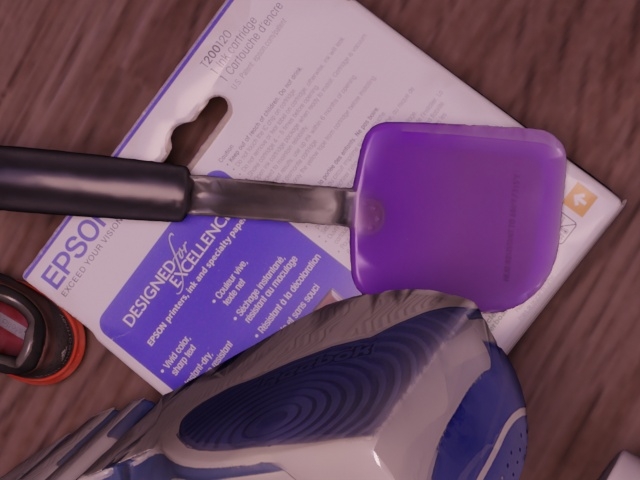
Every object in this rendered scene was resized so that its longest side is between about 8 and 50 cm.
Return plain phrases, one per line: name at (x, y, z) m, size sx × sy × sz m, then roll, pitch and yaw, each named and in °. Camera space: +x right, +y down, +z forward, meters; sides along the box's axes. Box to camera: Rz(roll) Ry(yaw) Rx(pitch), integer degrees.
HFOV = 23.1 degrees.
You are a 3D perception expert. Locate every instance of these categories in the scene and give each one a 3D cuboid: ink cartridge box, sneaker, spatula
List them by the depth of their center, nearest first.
sneaker at (-0.017, 0.146, 0.672) m, size 0.315 × 0.127 × 0.182 m, roll -24°, pitch 103°, yaw 44°
spatula at (-0.040, -0.019, 0.715) m, size 0.296 × 0.030 × 0.084 m, roll 5°, pitch 90°, yaw 10°
ink cartridge box at (0.000, 0.000, 0.746) m, size 0.208 × 0.045 × 0.206 m, roll 38°, pitch 94°, yaw 8°
sneaker at (-0.192, 0.024, 0.768) m, size 0.158 × 0.065 × 0.061 m, roll 18°, pitch 90°, yaw 10°

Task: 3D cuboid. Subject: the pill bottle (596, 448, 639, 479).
pill bottle at (0.196, 0.188, 0.662) m, size 0.221 × 0.124 × 0.124 m, roll 33°, pitch 93°, yaw 10°
